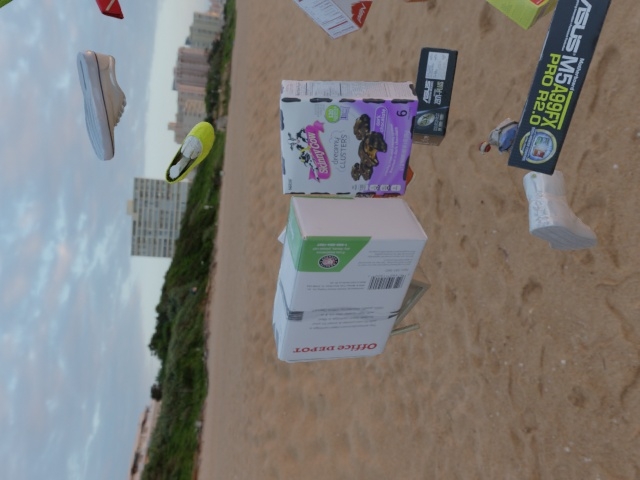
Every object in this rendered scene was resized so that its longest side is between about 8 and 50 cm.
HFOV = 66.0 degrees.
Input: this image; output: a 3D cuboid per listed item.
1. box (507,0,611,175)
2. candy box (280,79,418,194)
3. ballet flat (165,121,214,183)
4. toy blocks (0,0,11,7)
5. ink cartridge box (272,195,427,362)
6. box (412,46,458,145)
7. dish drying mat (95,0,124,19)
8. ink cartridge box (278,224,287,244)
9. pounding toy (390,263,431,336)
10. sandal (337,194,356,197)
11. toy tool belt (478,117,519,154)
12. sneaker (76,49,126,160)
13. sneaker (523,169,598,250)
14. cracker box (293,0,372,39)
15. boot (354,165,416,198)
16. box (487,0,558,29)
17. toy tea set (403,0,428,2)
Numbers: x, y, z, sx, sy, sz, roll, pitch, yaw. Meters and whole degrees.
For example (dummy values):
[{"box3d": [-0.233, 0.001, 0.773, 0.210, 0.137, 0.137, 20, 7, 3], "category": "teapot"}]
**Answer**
[{"box3d": [0.332, -0.215, 0.711, 0.270, 0.060, 0.216, -29, -45, -66], "category": "box"}, {"box3d": [0.038, -0.154, 0.758, 0.070, 0.196, 0.164, -91, 1, -49], "category": "candy box"}, {"box3d": [-0.388, -0.247, 1.442, 0.231, 0.077, 0.077, -43, 10, 32], "category": "ballet flat"}, {"box3d": [-0.697, -0.564, 0.875, 0.190, 0.381, 0.261, 60, -177, 24], "category": "toy blocks"}, {"box3d": [0.027, 0.056, 0.664, 0.092, 0.160, 0.219, -109, 25, -48], "category": "ink cartridge box"}, {"box3d": [0.242, -0.310, 1.083, 0.147, 0.078, 0.180, -23, -59, -80], "category": "box"}, {"box3d": [-0.235, -0.278, 0.523, 0.032, 0.008, 0.083, -24, -86, -60], "category": "dish drying mat"}, {"box3d": [0.000, 0.000, 1.686, 0.172, 0.237, 0.100, -45, 8, 29], "category": "ink cartridge box"}, {"box3d": [0.117, 0.121, 0.977, 0.206, 0.181, 0.094, -57, 32, 27], "category": "pounding toy"}, {"box3d": [0.089, -0.058, 1.100, 0.088, 0.240, 0.079, -17, 38, 34], "category": "sandal"}, {"box3d": [0.340, -0.185, 0.912, 0.051, 0.083, 0.052, 42, 170, 35], "category": "toy tool belt"}, {"box3d": [-0.512, -0.323, 1.186, 0.094, 0.091, 0.258, 9, 107, 48], "category": "sneaker"}, {"box3d": [0.567, -0.076, 1.162, 0.108, 0.292, 0.169, -15, 67, 38], "category": "sneaker"}, {"box3d": [-0.012, -0.418, 0.674, 0.067, 0.232, 0.155, 5, 69, 50], "category": "cracker box"}, {"box3d": [0.133, -0.104, 1.004, 0.158, 0.084, 0.059, -51, 26, -12], "category": "boot"}, {"box3d": [0.352, -0.519, 0.967, 0.232, 0.087, 0.058, 48, 165, 16], "category": "box"}, {"box3d": [0.226, -0.704, 1.077, 0.200, 0.124, 0.336, 54, 156, 35], "category": "toy tea set"}]
